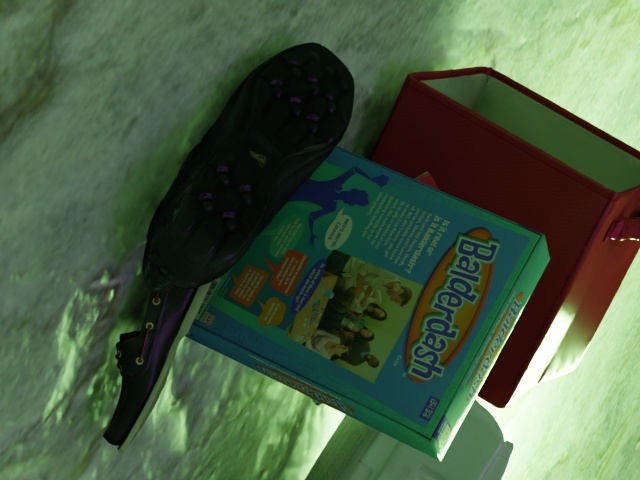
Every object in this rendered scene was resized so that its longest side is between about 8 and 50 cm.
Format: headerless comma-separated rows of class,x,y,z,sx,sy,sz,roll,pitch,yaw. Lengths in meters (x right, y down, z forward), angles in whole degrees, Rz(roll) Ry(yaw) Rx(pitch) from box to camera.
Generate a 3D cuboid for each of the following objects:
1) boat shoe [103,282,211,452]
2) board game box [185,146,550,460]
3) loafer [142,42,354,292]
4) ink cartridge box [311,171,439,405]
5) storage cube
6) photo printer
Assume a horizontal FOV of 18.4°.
boat shoe,-0.112,0.072,1.281,0.049,0.042,0.133,-112,-135,-84
board game box,0.024,0.030,1.320,0.160,0.210,0.047,-59,158,-14
loafer,-0.049,-0.050,1.273,0.078,0.076,0.223,-35,-165,47
ink cartridge box,0.037,0.035,1.423,0.150,0.109,0.063,-28,175,-24
storage cube,0.137,-0.009,1.559,0.183,0.215,0.193,-15,133,-64
photo printer,0.043,0.222,1.594,0.256,0.107,0.307,-58,-177,-1
